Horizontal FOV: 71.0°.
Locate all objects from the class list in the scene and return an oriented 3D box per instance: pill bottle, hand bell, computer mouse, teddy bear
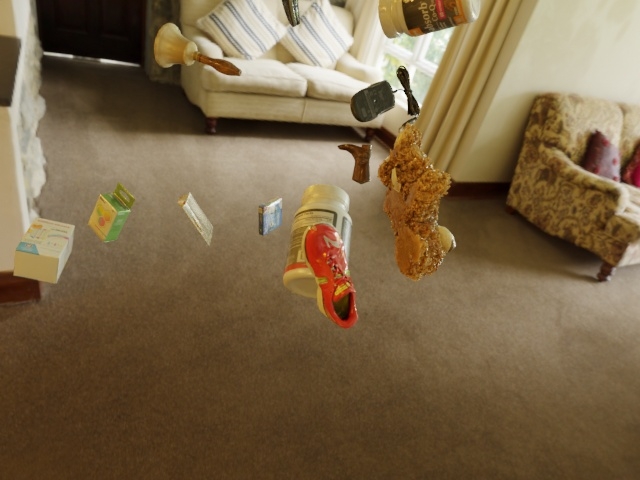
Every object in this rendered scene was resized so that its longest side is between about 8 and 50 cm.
[{"bbox_3d":[0.329,-0.718,1.369,0.279,0.162,0.162,-1,21,34],"label":"pill bottle"},{"bbox_3d":[-0.340,-0.526,1.297,0.242,0.126,0.126,23,33,9],"label":"hand bell"},{"bbox_3d":[0.000,0.000,1.545,0.210,0.210,0.362,12,61,-6],"label":"pill bottle"},{"bbox_3d":[0.198,-0.411,1.404,0.262,0.184,0.060,-37,23,-23],"label":"computer mouse"},{"bbox_3d":[0.208,-0.085,0.962,0.113,0.245,0.337,1,47,-15],"label":"teddy bear"}]

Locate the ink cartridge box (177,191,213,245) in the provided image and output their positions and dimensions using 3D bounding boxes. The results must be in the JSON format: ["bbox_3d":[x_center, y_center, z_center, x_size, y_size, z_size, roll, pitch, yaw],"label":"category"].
[{"bbox_3d":[-0.393,-0.061,1.398,0.045,0.145,0.179,-28,23,4],"label":"ink cartridge box"}]

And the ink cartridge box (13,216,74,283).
[{"bbox_3d":[-0.665,0.017,1.089,0.092,0.089,0.143,14,36,-21],"label":"ink cartridge box"}]

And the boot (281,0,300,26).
[{"bbox_3d":[-0.033,-0.784,1.355,0.179,0.236,0.085,-17,41,-11],"label":"boot"}]

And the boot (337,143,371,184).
[{"bbox_3d":[0.096,-0.221,1.302,0.107,0.114,0.037,7,10,21],"label":"boot"}]

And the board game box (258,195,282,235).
[{"bbox_3d":[-0.144,-0.071,1.290,0.020,0.090,0.090,19,33,25],"label":"board game box"}]

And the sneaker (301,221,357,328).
[{"bbox_3d":[0.039,0.085,1.061,0.107,0.278,0.118,-24,26,-15],"label":"sneaker"}]

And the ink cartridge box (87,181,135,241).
[{"bbox_3d":[-0.797,-0.108,1.706,0.109,0.209,0.062,43,25,14],"label":"ink cartridge box"}]
